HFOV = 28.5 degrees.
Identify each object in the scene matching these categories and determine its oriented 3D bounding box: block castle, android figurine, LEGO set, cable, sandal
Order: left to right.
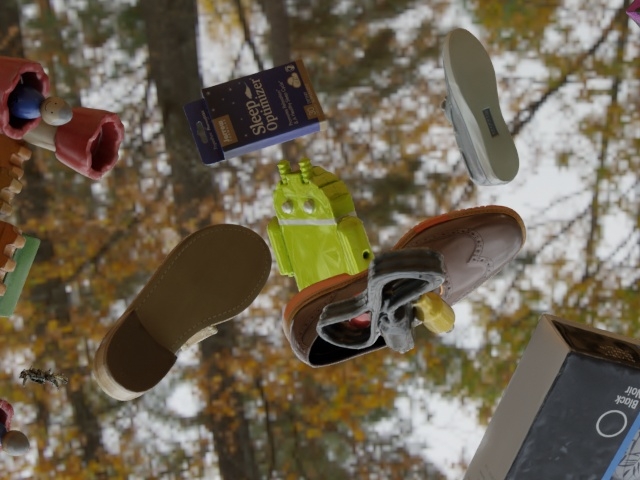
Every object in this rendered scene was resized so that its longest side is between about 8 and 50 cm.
[{"bbox_3d":[-0.392,0.024,1.423,0.213,0.453,0.303,19,175,16],"label":"block castle"},{"bbox_3d":[-0.338,0.163,1.539,0.054,0.023,0.083,20,-173,-1],"label":"LEGO set"},{"bbox_3d":[-0.141,0.067,1.156,0.079,0.088,0.240,-29,-168,42],"label":"sandal"},{"bbox_3d":[0.000,0.000,1.961,0.056,0.273,0.248,-25,-164,-30],"label":"android figurine"},{"bbox_3d":[0.059,0.046,1.208,0.139,0.072,0.287,4,158,8],"label":"cable"}]

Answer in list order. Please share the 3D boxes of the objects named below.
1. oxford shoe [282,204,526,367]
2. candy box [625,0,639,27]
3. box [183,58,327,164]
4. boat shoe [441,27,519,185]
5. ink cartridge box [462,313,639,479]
[{"bbox_3d":[0.127,0.074,1.709,0.363,0.130,0.133,-30,-158,1],"label":"oxford shoe"},{"bbox_3d":[0.500,-0.344,1.524,0.233,0.071,0.159,-54,-156,-6],"label":"candy box"},{"bbox_3d":[-0.116,-0.222,2.191,0.225,0.036,0.136,-19,-114,-6],"label":"box"},{"bbox_3d":[0.207,-0.182,1.776,0.079,0.227,0.081,-21,-176,-36],"label":"boat shoe"},{"bbox_3d":[0.182,0.228,0.980,0.165,0.333,0.065,15,-159,-18],"label":"ink cartridge box"}]
